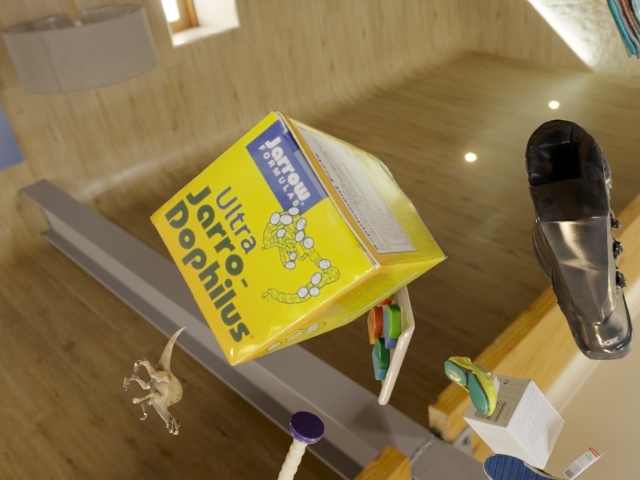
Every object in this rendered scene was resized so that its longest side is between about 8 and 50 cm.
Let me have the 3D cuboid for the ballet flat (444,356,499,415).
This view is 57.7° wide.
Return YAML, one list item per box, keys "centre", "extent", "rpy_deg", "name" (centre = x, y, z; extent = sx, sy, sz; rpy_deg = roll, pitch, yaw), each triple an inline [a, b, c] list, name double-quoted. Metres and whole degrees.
- centre: [0.357, 0.317, 1.313]
  extent: [0.077, 0.077, 0.231]
  rpy_deg: [-6, -169, -9]
  name: "ballet flat"

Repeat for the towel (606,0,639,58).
- centre: [0.383, -0.461, 0.738]
  extent: [0.040, 0.271, 0.371]
  rpy_deg: [-5, -111, 39]
  name: "towel"

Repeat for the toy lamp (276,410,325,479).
- centre: [-0.064, 0.464, 1.154]
  extent: [0.080, 0.275, 0.080]
  rpy_deg: [17, -154, -9]
  name: "toy lamp"

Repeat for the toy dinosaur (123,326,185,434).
- centre: [-0.263, 0.224, 0.934]
  extent: [0.053, 0.092, 0.183]
  rpy_deg: [-37, -132, 36]
  name: "toy dinosaur"

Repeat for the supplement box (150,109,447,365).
- centre: [0.000, 0.000, 0.743]
  extent: [0.195, 0.194, 0.356]
  rpy_deg: [-37, 166, 18]
  name: "supplement box"

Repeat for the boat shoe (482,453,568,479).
- centre: [0.398, 0.461, 1.101]
  extent: [0.183, 0.066, 0.066]
  rpy_deg: [19, -105, 20]
  name: "boat shoe"

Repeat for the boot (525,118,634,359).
- centre: [0.436, -0.038, 1.038]
  extent: [0.146, 0.445, 0.367]
  rpy_deg: [-25, -136, 18]
  name: "boot"

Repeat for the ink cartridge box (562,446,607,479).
- centre: [0.655, 0.544, 1.436]
  extent: [0.115, 0.063, 0.029]
  rpy_deg: [-18, -128, -32]
  name: "ink cartridge box"

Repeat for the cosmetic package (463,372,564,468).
- centre: [0.510, 0.471, 1.531]
  extent: [0.151, 0.184, 0.151]
  rpy_deg: [-52, -157, -25]
  name: "cosmetic package"

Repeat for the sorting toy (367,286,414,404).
- centre: [0.111, 0.136, 0.970]
  extent: [0.038, 0.193, 0.208]
  rpy_deg: [6, -139, -3]
  name: "sorting toy"
